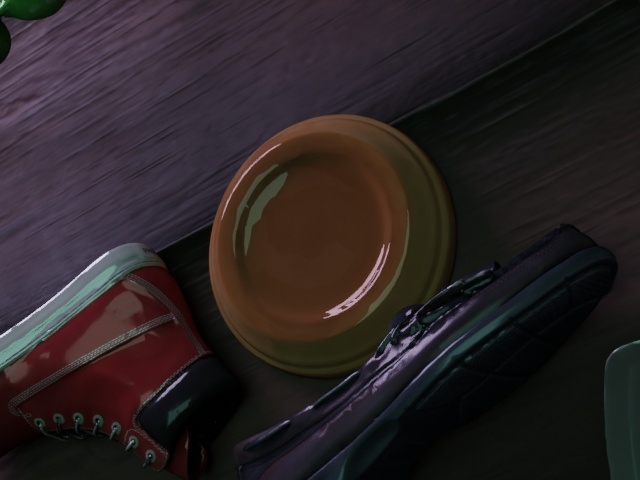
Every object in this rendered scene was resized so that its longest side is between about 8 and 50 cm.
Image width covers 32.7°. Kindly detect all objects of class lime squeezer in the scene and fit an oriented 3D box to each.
[{"bbox_3d":[-0.256,-0.184,0.929,0.310,0.110,0.059,-36,81,15],"label":"lime squeezer"}]

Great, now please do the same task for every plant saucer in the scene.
[{"bbox_3d":[0.000,0.000,0.801,0.199,0.037,0.200,-6,75,25],"label":"plant saucer"}]

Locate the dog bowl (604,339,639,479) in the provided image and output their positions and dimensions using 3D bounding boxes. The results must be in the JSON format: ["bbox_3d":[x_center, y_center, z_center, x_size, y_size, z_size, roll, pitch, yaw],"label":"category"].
[{"bbox_3d":[0.250,0.159,0.480,0.102,0.349,0.349,-13,69,-9],"label":"dog bowl"}]

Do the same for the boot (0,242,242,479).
[{"bbox_3d":[-0.181,0.142,0.831,0.244,0.088,0.176,-40,65,9],"label":"boot"}]

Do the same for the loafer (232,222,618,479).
[{"bbox_3d":[0.054,0.086,0.717,0.302,0.109,0.095,-45,58,13],"label":"loafer"}]
